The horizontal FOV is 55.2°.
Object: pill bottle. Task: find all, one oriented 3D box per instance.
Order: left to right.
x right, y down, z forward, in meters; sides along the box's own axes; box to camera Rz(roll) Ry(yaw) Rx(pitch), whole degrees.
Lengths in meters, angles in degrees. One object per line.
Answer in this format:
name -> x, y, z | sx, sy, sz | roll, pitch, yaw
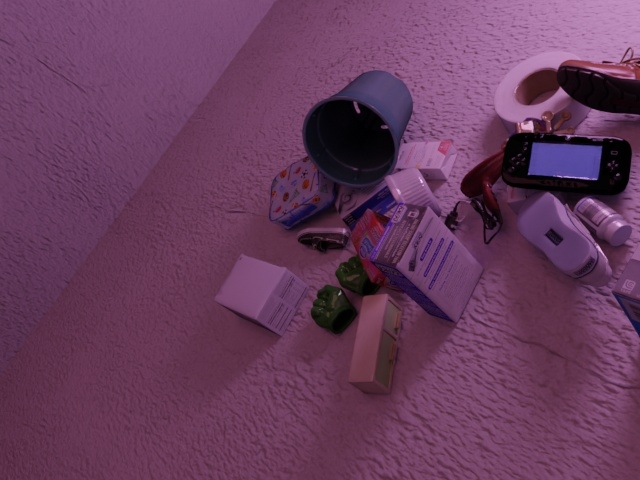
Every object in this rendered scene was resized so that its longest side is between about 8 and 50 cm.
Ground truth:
pill bottle -> 0.723, -0.050, 1.572 | 0.078, 0.078, 0.137 | -41, 41, 9

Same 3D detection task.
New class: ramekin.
ramekin -> 0.294, -0.133, 1.926 | 0.109, 0.207, 0.207 | -29, 43, 8

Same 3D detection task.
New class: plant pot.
plant pot -> 0.156, -0.415, 2.143 | 0.341, 0.341, 0.334 | -12, 30, 35

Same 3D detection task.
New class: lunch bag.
lunch bag -> -0.073, -0.177, 2.319 | 0.303, 0.115, 0.243 | -30, 48, 37

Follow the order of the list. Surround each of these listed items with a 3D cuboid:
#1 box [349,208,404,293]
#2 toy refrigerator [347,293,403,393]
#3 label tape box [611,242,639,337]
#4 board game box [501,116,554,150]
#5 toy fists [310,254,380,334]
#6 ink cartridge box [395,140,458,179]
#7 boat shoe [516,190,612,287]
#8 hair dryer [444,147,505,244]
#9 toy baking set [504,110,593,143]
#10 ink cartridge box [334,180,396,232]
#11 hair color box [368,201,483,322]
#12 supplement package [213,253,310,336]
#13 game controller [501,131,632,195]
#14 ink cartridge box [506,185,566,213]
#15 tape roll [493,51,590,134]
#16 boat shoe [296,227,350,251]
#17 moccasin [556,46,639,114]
box -> 0.200, 0.030, 1.891 | 0.122, 0.128, 0.256 | -56, 30, 22
toy refrigerator -> 0.166, 0.298, 1.773 | 0.094, 0.102, 0.269 | -11, 52, 36
label tape box -> 0.786, 0.046, 1.319 | 0.106, 0.241, 0.333 | 24, 76, 50
board game box -> 0.609, -0.276, 1.809 | 0.133, 0.033, 0.168 | 54, 129, 19
toy fists -> 0.077, 0.160, 1.965 | 0.279, 0.096, 0.142 | -52, 39, -2
ink cartridge box -> 0.352, -0.271, 2.081 | 0.198, 0.067, 0.115 | 7, 64, 43
boat shoe -> 0.635, 0.003, 1.565 | 0.136, 0.156, 0.367 | -50, 22, 17
hair dryer -> 0.500, -0.137, 1.815 | 0.224, 0.080, 0.293 | 22, 93, 55
toy baking set -> 0.651, -0.269, 1.722 | 0.197, 0.030, 0.256 | -34, 57, 11
ink cartridge box -> 0.157, -0.157, 2.180 | 0.223, 0.045, 0.224 | -38, 42, 13
hair color box -> 0.294, 0.065, 1.658 | 0.110, 0.339, 0.185 | 15, 71, 46
supplement package -> -0.210, 0.187, 2.158 | 0.262, 0.145, 0.204 | 15, 70, 47
game controller -> 0.656, -0.209, 1.646 | 0.319, 0.067, 0.166 | 7, 80, 22
ink cartridge box -> 0.618, -0.148, 1.752 | 0.151, 0.063, 0.109 | -11, 52, 36
tape roll -> 0.688, -0.445, 1.896 | 0.286, 0.100, 0.286 | -23, 47, 27
boat shoe -> 0.000, 0.000, 2.171 | 0.219, 0.078, 0.070 | -5, 55, 37
moccasin -> 0.844, -0.432, 1.669 | 0.380, 0.139, 0.147 | 15, 56, 29
